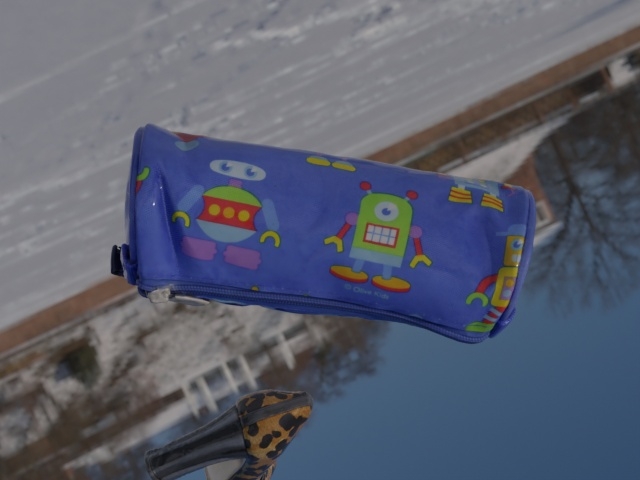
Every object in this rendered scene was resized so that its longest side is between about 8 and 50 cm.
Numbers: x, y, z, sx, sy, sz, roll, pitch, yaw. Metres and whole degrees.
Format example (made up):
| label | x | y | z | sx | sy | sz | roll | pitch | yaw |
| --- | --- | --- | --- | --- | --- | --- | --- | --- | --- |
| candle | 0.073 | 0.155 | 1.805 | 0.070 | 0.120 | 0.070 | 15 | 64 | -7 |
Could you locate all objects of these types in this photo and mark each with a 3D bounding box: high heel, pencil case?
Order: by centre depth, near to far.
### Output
| label | x | y | z | sx | sy | sz | roll | pitch | yaw |
| --- | --- | --- | --- | --- | --- | --- | --- | --- | --- |
| pencil case | 0.000 | 0.000 | 0.882 | 0.306 | 0.133 | 0.119 | 9 | 159 | -3 |
| high heel | -0.050 | 0.220 | 1.329 | 0.186 | 0.093 | 0.261 | -25 | 161 | 16 |
